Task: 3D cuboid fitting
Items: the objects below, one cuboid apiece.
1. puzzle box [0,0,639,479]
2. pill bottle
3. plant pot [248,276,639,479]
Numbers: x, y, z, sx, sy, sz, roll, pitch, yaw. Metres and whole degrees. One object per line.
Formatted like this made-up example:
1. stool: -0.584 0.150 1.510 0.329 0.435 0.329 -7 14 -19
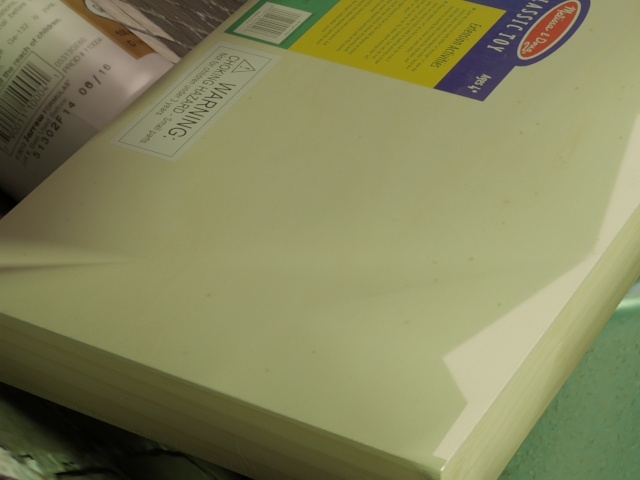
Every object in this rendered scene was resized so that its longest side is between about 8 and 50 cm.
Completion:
1. puzzle box: 0.040 -0.037 0.962 0.272 0.052 0.409 17 43 27
2. pill bottle: -0.212 -0.122 1.225 0.229 0.131 0.131 38 10 7
3. plant pot: 0.083 0.065 1.054 0.252 0.248 0.247 -5 34 -32
